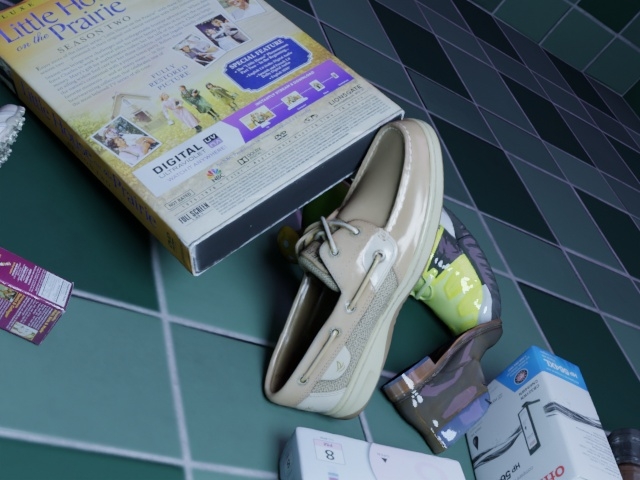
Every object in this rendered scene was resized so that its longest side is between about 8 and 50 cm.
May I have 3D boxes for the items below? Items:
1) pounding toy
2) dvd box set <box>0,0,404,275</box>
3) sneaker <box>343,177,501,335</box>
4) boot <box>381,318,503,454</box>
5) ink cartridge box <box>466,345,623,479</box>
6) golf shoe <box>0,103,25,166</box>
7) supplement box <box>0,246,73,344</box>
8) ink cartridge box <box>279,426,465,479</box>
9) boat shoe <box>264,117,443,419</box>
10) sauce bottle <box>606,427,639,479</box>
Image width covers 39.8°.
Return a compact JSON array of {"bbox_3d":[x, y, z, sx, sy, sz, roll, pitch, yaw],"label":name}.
[{"bbox_3d":[0.000,0.000,1.118,0.110,0.237,0.183,-30,37,-18],"label":"pounding toy"},{"bbox_3d":[-0.158,-0.181,1.026,0.307,0.062,0.420,-35,63,-27],"label":"dvd box set"},{"bbox_3d":[0.114,0.001,1.293,0.147,0.145,0.385,-25,69,-26],"label":"sneaker"},{"bbox_3d":[0.179,0.182,1.128,0.219,0.082,0.106,-25,79,-37],"label":"boot"},{"bbox_3d":[0.262,0.255,1.067,0.086,0.148,0.203,28,31,-22],"label":"ink cartridge box"},{"bbox_3d":[-0.360,-0.102,0.898,0.086,0.069,0.176,27,30,-13],"label":"golf shoe"},{"bbox_3d":[-0.276,0.049,0.799,0.083,0.055,0.043,30,30,-21],"label":"supplement box"},{"bbox_3d":[0.066,0.283,0.817,0.189,0.066,0.232,16,22,-16],"label":"ink cartridge box"},{"bbox_3d":[0.034,0.025,0.949,0.110,0.341,0.121,16,1,-29],"label":"boat shoe"},{"bbox_3d":[0.393,0.364,1.120,0.111,0.111,0.344,41,27,0],"label":"sauce bottle"}]
